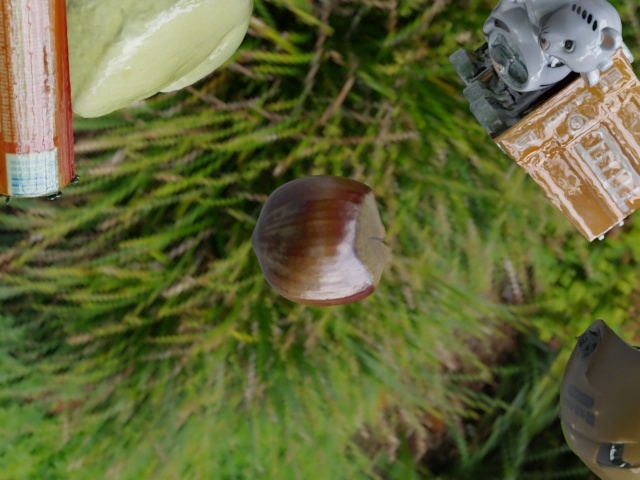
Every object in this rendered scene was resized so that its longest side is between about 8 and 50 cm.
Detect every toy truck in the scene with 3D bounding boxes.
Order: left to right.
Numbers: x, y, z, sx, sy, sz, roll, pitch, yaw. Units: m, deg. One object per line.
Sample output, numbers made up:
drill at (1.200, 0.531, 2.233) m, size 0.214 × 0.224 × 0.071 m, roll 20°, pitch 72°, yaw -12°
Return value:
toy truck at (0.280, -0.151, 1.533) m, size 0.173 × 0.207 × 0.387 m, roll -37°, pitch -165°, yaw 12°

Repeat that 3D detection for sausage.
sausage at (-0.229, -0.163, 1.031) m, size 0.083 × 0.083 × 0.264 m, roll -31°, pitch 132°, yaw -48°

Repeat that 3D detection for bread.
bread at (-0.238, -0.308, 1.704) m, size 0.320 × 0.237 × 0.320 m, roll -38°, pitch 171°, yaw -7°

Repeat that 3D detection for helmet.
helmet at (0.306, 0.177, 1.270) m, size 0.130 × 0.198 × 0.224 m, roll -54°, pitch -159°, yaw -12°

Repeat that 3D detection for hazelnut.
hazelnut at (0.000, 0.000, 2.180) m, size 0.181 × 0.181 × 0.212 m, roll -1°, pitch 89°, yaw -57°

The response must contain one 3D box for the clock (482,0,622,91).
clock at (0.223, -0.190, 1.280) m, size 0.080 × 0.117 × 0.176 m, roll -27°, pitch 169°, yaw -18°
